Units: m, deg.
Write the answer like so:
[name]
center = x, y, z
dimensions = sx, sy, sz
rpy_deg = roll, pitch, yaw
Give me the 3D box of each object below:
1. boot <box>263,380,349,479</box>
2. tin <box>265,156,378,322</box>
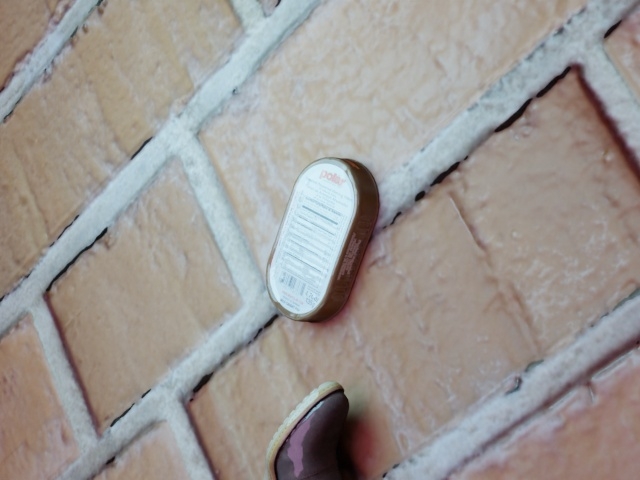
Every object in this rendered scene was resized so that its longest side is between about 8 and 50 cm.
[boot]
center = 0.027, 0.296, 1.374
dimensions = 0.207, 0.090, 0.248
rpy_deg = 32, 106, 26
[tin]
center = 0.000, 0.000, 1.438
dimensions = 0.106, 0.040, 0.189
rpy_deg = 27, 104, 35
